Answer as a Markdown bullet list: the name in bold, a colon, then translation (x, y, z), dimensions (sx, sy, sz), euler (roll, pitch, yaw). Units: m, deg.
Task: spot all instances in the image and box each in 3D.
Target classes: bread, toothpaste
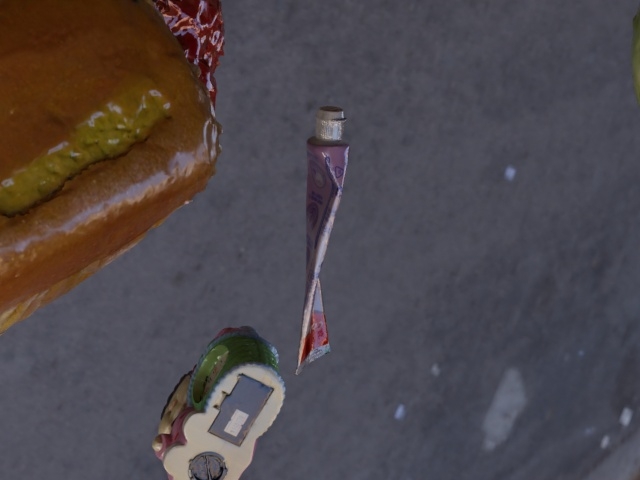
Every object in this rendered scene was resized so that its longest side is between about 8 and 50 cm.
- **bread**: translation (-0.206, -0.049, 0.803), dimensions (0.288, 0.156, 0.204), euler (-36, 104, -31)
- **toothpaste**: translation (0.000, 0.000, 1.350), dimensions (0.075, 0.048, 0.301), euler (-86, -179, -73)

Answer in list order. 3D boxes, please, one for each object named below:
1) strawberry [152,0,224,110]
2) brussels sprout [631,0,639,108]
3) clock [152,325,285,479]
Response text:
- **strawberry**: translation (-0.214, -0.116, 1.096), dimensions (0.312, 0.267, 0.351), euler (-32, 152, -16)
- **brussels sprout**: translation (0.373, -0.157, 0.870), dimensions (0.328, 0.247, 0.328), euler (-11, 119, -20)
- **clock**: translation (-0.121, 0.194, 1.427), dimensions (0.100, 0.195, 0.194), euler (31, 93, -17)
